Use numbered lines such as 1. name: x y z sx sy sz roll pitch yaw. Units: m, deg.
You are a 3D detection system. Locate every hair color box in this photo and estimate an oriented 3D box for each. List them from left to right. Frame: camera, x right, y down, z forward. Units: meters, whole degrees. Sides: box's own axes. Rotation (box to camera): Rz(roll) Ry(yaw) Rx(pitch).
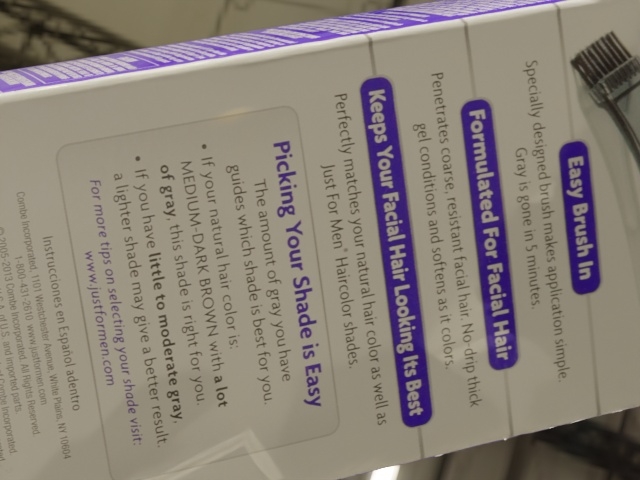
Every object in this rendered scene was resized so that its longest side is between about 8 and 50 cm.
1. hair color box: 0.000 0.000 0.704 0.339 0.110 0.185 -11 -77 -15
